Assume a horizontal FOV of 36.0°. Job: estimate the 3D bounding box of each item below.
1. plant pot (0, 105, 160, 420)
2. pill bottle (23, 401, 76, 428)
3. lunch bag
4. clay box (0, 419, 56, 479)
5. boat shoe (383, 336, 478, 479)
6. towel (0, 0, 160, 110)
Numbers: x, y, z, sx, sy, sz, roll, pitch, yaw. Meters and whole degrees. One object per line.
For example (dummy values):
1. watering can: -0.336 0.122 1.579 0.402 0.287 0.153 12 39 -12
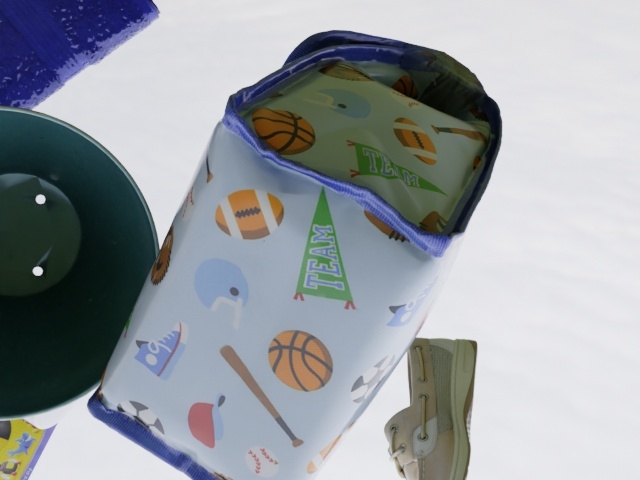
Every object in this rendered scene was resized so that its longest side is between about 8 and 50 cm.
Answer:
1. plant pot: -0.310 0.008 0.983 0.290 0.290 0.195 -7 -169 -11
2. pill bottle: -0.457 0.143 1.345 0.272 0.152 0.152 29 -145 15
3. lunch bag: 0.000 0.000 0.899 0.239 0.328 0.385 34 -150 6
4. clay box: -0.517 0.273 1.462 0.222 0.127 0.053 29 176 -31
5. boat shoe: 0.120 0.234 1.121 0.098 0.109 0.302 7 -133 8
6. towel: -0.378 -0.276 1.184 0.308 0.228 0.076 -36 -147 2
